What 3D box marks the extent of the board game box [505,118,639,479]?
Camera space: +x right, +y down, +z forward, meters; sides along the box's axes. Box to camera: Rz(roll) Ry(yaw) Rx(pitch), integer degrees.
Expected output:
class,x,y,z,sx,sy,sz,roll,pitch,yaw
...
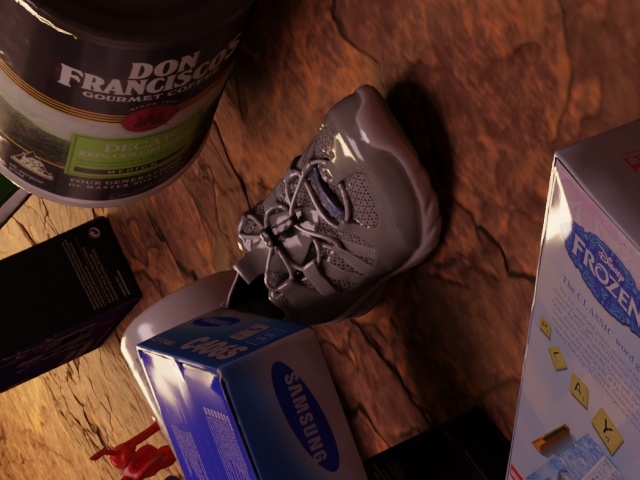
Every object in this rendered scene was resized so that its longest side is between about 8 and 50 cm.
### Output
class,x,y,z,sx,sy,sz,roll,pitch,yaw
board game box,0.218,0.152,1.010,0.319,0.066,0.318,52,154,35

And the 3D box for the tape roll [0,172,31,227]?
class,x,y,z,sx,sy,sz,roll,pitch,yaw
tape roll,-0.369,-0.016,1.892,0.077,0.321,0.321,43,159,-4

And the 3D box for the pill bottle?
class,x,y,z,sx,sy,sz,roll,pitch,yaw
pill bottle,-0.058,0.151,1.580,0.229,0.131,0.131,61,158,17

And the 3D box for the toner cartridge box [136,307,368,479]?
class,x,y,z,sx,sy,sz,roll,pitch,yaw
toner cartridge box,-0.010,0.223,1.326,0.165,0.075,0.348,6,118,65

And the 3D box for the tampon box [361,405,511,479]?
class,x,y,z,sx,sy,sz,roll,pitch,yaw
tampon box,0.091,0.221,1.331,0.120,0.101,0.161,52,154,36

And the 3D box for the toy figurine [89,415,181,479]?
class,x,y,z,sx,sy,sz,roll,pitch,yaw
toy figurine,-0.106,0.339,1.799,0.217,0.191,0.363,36,127,25

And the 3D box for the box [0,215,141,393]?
class,x,y,z,sx,sy,sz,roll,pitch,yaw
box,-0.312,0.083,2.050,0.103,0.184,0.261,65,159,7

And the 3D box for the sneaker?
class,x,y,z,sx,sy,sz,roll,pitch,yaw
sneaker,0.000,0.000,1.312,0.105,0.115,0.281,59,157,20

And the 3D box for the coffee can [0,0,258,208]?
class,x,y,z,sx,sy,sz,roll,pitch,yaw
coffee can,-0.151,-0.168,1.393,0.201,0.201,0.275,62,159,14
